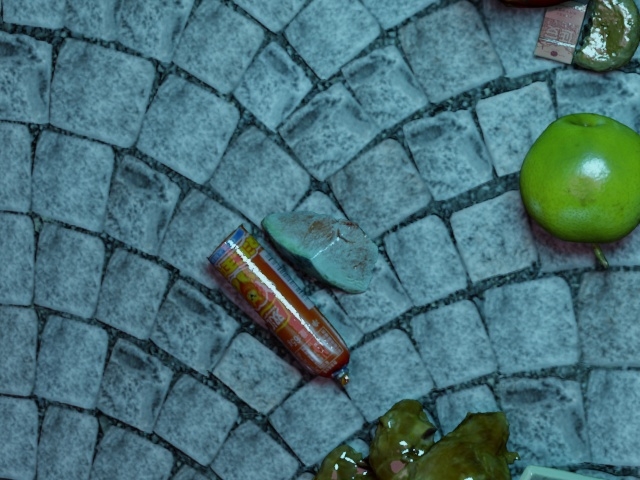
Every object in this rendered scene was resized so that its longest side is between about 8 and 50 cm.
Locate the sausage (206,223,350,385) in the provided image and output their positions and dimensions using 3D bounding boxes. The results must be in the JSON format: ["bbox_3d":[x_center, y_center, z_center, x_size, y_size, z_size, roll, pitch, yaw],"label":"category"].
[{"bbox_3d":[-0.049,0.101,2.034,0.074,0.074,0.274,-43,88,16],"label":"sausage"}]

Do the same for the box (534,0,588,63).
[{"bbox_3d":[0.325,-0.285,1.902,0.053,0.024,0.083,16,101,12],"label":"box"}]

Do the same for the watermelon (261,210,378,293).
[{"bbox_3d":[-0.006,0.007,2.022,0.180,0.081,0.094,17,77,6],"label":"watermelon"}]

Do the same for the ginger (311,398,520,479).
[{"bbox_3d":[0.132,0.379,1.984,0.357,0.152,0.274,-39,50,19],"label":"ginger"}]

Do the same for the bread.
[{"bbox_3d":[0.386,-0.278,1.869,0.082,0.060,0.113,19,105,11],"label":"bread"}]

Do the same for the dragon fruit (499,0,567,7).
[{"bbox_3d":[0.280,-0.441,1.751,0.295,0.295,0.301,42,102,5],"label":"dragon fruit"}]

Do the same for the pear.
[{"bbox_3d":[0.355,-0.060,1.870,0.180,0.166,0.216,-5,120,2],"label":"pear"}]

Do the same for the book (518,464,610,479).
[{"bbox_3d":[0.269,0.481,1.937,0.032,0.269,0.389,46,112,45],"label":"book"}]
